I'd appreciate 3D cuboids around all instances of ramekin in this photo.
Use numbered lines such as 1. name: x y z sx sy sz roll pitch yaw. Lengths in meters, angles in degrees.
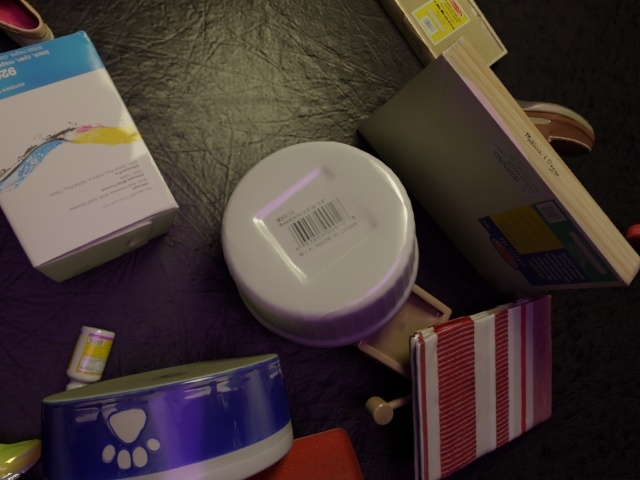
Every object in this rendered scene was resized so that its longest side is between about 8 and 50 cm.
1. ramekin: 0.000 0.000 0.660 0.277 0.135 0.277 -2 71 5

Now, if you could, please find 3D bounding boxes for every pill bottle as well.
1. pill bottle: -0.303 0.157 0.628 0.043 0.043 0.083 18 75 -17

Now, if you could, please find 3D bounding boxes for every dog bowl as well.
1. dog bowl: -0.168 0.205 0.551 0.265 0.265 0.104 -6 81 -21

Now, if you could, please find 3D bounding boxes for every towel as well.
1. towel: 0.269 0.228 0.779 0.329 0.037 0.237 -8 98 -33

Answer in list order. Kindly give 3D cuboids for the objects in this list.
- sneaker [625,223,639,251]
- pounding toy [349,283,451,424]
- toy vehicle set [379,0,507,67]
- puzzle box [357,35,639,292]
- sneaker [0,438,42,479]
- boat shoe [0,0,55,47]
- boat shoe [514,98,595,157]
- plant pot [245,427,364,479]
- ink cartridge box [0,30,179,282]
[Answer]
1. sneaker: 0.723 -0.045 1.039 0.221 0.087 0.128 7 70 -32
2. pounding toy: 0.112 0.177 0.758 0.181 0.094 0.206 34 77 -22
3. toy vehicle set: 0.232 -0.430 0.933 0.166 0.035 0.267 -38 95 -22
4. puzzle box: 0.257 -0.082 0.758 0.052 0.272 0.409 -45 98 -20
5. sneaker: -0.430 0.247 0.546 0.209 0.081 0.094 -4 80 -21
6. boat shoe: -0.443 -0.328 0.650 0.170 0.059 0.063 33 71 -12
7. boat shoe: 0.352 -0.196 0.904 0.324 0.122 0.119 12 82 -10
8. plant pot: -0.054 0.415 0.517 0.267 0.236 0.267 -6 116 -21
9. ink cartridge box: -0.310 -0.091 0.599 0.168 0.171 0.232 -28 91 -22
